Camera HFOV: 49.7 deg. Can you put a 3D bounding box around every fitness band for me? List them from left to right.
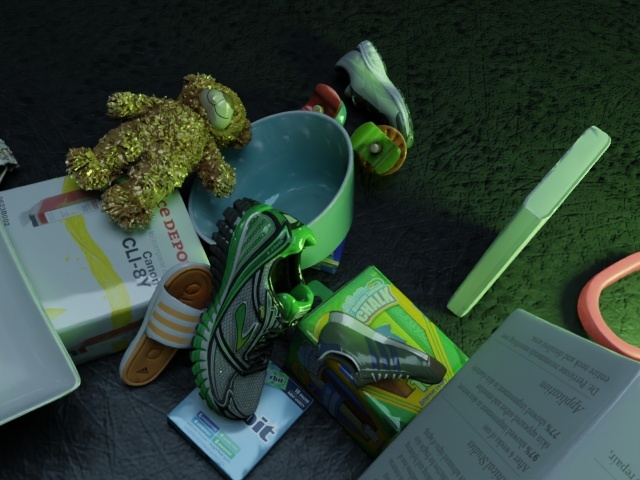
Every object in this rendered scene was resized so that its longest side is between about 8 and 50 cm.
[{"bbox_3d":[0.644,0.133,1.367,0.290,0.054,0.209,-23,64,-24],"label":"fitness band"}]

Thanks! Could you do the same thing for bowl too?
[{"bbox_3d":[-0.062,-0.064,1.239,0.311,0.163,0.312,-14,49,16],"label":"bowl"}]

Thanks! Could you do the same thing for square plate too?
[{"bbox_3d":[-0.556,0.142,0.937,0.347,0.049,0.344,-26,69,-23],"label":"square plate"}]

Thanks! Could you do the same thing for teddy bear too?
[{"bbox_3d":[-0.251,-0.161,1.144,0.337,0.113,0.245,-24,68,-26],"label":"teddy bear"}]

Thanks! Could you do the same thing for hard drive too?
[{"bbox_3d":[0.356,-0.021,1.220,0.047,0.353,0.233,40,60,13],"label":"hard drive"}]

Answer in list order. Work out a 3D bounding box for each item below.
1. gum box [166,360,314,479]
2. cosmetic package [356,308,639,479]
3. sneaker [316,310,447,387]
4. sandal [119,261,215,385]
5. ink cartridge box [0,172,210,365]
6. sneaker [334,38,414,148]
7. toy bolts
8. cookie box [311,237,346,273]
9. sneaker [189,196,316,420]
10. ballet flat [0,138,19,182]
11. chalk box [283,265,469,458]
[{"bbox_3d":[-0.129,0.279,1.130,0.157,0.041,0.184,40,59,14],"label":"gum box"},{"bbox_3d":[0.287,0.356,0.871,0.327,0.329,0.394,44,90,-9],"label":"cosmetic package"},{"bbox_3d":[0.081,0.183,1.011,0.192,0.064,0.086,27,65,6],"label":"sneaker"},{"bbox_3d":[-0.227,0.150,1.073,0.101,0.265,0.076,11,31,-39],"label":"sandal"},{"bbox_3d":[-0.397,0.042,1.148,0.384,0.160,0.279,-17,64,-20],"label":"ink cartridge box"},{"bbox_3d":[0.122,-0.306,1.510,0.108,0.100,0.272,-28,70,2],"label":"sneaker"},{"bbox_3d":[0.041,-0.191,1.422,0.218,0.158,0.228,-43,83,13],"label":"toy bolts"},{"bbox_3d":[0.000,0.000,1.322,0.091,0.040,0.107,17,58,-1],"label":"cookie box"},{"bbox_3d":[-0.097,0.119,1.031,0.146,0.344,0.134,18,19,25],"label":"sneaker"},{"bbox_3d":[-0.630,-0.086,1.230,0.077,0.091,0.241,38,61,-14],"label":"ballet flat"},{"bbox_3d":[0.062,0.178,1.147,0.180,0.179,0.289,-38,73,-28],"label":"chalk box"}]
